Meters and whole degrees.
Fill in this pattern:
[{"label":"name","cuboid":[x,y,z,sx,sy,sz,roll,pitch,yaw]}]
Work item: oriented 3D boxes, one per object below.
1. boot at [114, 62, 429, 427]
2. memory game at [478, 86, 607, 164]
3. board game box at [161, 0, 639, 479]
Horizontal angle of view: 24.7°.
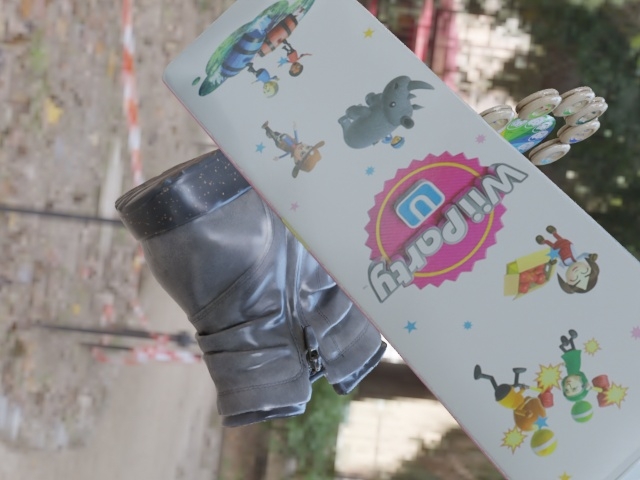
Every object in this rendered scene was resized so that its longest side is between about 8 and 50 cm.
[{"label":"boot","cuboid":[0.000,0.000,1.218,0.118,0.338,0.222,-15,-76,56]},{"label":"memory game","cuboid":[0.150,-0.075,1.206,0.186,0.186,0.012,96,-26,-71]},{"label":"board game box","cuboid":[0.078,0.031,0.678,0.303,0.097,0.224,47,0,38]}]
